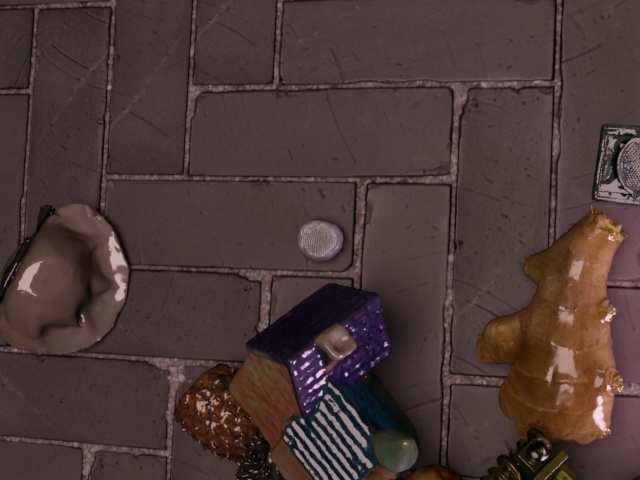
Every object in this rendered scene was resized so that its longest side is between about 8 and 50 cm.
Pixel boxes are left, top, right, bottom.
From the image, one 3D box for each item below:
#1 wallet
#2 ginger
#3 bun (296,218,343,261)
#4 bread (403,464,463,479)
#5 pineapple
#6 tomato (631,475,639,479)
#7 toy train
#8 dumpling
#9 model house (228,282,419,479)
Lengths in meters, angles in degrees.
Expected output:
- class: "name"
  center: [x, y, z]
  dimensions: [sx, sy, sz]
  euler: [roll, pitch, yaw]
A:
- class: "wallet"
  center: [0.491, -0.123, 1.845]
  dimensions: [0.088, 0.026, 0.129]
  euler: [8, 88, 18]
- class: "ginger"
  center: [0.381, 0.142, 1.835]
  dimensions: [0.236, 0.166, 0.375]
  euler: [-16, 56, 51]
- class: "bun"
  center: [0.000, 0.000, 1.981]
  dimensions: [0.083, 0.045, 0.083]
  euler: [-1, 86, 14]
- class: "bread"
  center: [0.152, 0.491, 1.816]
  dimensions: [0.246, 0.195, 0.176]
  euler: [-43, 68, 12]
- class: "pineapple"
  center: [-0.096, 0.344, 1.943]
  dimensions: [0.310, 0.141, 0.170]
  euler: [42, 74, 4]
- class: "tomato"
  center: [0.517, 0.460, 1.696]
  dimensions: [0.188, 0.232, 0.232]
  euler: [-46, 74, 27]
- class: "toy train"
  center: [0.330, 0.380, 1.761]
  dimensions: [0.090, 0.225, 0.137]
  euler: [-38, 74, -20]
- class: "dumpling"
  center: [-0.475, 0.073, 2.070]
  dimensions: [0.204, 0.163, 0.293]
  euler: [29, 83, 22]
- class: "model house"
  center: [0.036, 0.240, 1.784]
  dimensions: [0.245, 0.280, 0.312]
  euler: [-31, 74, -31]
